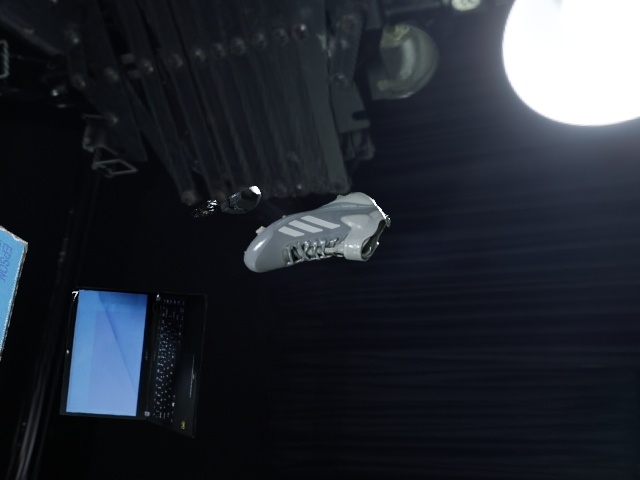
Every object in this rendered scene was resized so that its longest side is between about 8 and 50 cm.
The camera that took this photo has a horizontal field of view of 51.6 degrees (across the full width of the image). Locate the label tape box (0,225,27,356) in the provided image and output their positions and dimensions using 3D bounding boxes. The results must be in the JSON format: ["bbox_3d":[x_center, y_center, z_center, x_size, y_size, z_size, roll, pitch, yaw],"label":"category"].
[{"bbox_3d":[-0.447,-0.020,0.721,0.241,0.333,0.106,-60,-1,34],"label":"label tape box"}]

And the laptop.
[{"bbox_3d":[-0.326,0.202,1.143,0.136,0.264,0.235,8,-97,-40],"label":"laptop"}]

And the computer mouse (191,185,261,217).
[{"bbox_3d":[-0.181,-0.066,1.315,0.041,0.071,0.242,61,-155,0],"label":"computer mouse"}]

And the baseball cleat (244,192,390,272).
[{"bbox_3d":[0.000,0.000,0.907,0.205,0.109,0.072,-29,-43,-14],"label":"baseball cleat"}]
